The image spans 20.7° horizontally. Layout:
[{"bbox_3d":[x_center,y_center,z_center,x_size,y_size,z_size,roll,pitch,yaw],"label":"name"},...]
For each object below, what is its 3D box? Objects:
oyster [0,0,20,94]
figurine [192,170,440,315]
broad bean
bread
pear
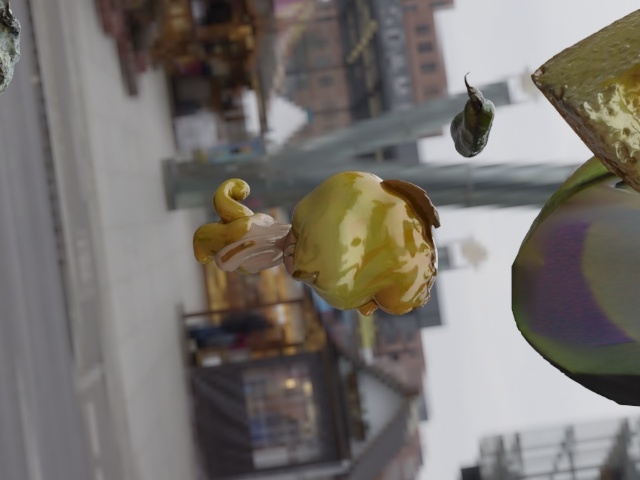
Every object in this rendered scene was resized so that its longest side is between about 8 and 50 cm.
[{"bbox_3d":[-0.377,-0.194,1.838,0.064,0.125,0.177,6,92,-55],"label":"oyster"},{"bbox_3d":[0.000,0.000,1.578,0.156,0.246,0.131,-25,114,-57],"label":"figurine"},{"bbox_3d":[0.158,-0.121,1.827,0.227,0.039,0.069,86,0,-83],"label":"broad bean"},{"bbox_3d":[0.287,-0.113,1.384,0.169,0.160,0.140,44,4,-23],"label":"bread"},{"bbox_3d":[0.388,-0.005,1.700,0.399,0.398,0.165,85,13,-50],"label":"pear"}]
